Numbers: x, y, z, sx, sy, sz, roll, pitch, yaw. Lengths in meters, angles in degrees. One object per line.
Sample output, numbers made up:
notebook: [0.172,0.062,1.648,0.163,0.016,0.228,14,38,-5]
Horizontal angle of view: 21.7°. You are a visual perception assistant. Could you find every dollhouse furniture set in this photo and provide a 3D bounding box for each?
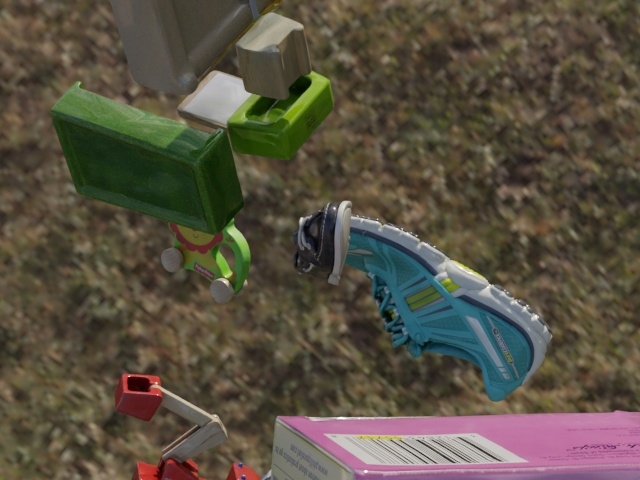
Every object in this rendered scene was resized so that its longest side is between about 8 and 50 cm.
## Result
dollhouse furniture set: [-0.115,-0.186,1.333,0.151,0.301,0.197,19,52,28]

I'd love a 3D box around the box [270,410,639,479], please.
box: [0.086,0.216,0.837,0.117,0.213,0.243,-159,72,-69]

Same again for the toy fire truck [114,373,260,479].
toy fire truck: [-0.143,0.230,1.809,0.047,0.192,0.135,-113,43,-67]

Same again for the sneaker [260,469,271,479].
sneaker: [-0.041,0.205,1.135,0.234,0.084,0.097,-40,8,-8]

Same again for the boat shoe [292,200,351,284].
boat shoe: [0.000,0.000,1.125,0.038,0.125,0.046,13,79,2]

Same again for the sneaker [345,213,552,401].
sneaker: [0.100,0.061,1.698,0.275,0.107,0.110,32,86,14]

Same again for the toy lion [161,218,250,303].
toy lion: [-0.107,-0.003,1.593,0.100,0.034,0.096,32,121,22]
